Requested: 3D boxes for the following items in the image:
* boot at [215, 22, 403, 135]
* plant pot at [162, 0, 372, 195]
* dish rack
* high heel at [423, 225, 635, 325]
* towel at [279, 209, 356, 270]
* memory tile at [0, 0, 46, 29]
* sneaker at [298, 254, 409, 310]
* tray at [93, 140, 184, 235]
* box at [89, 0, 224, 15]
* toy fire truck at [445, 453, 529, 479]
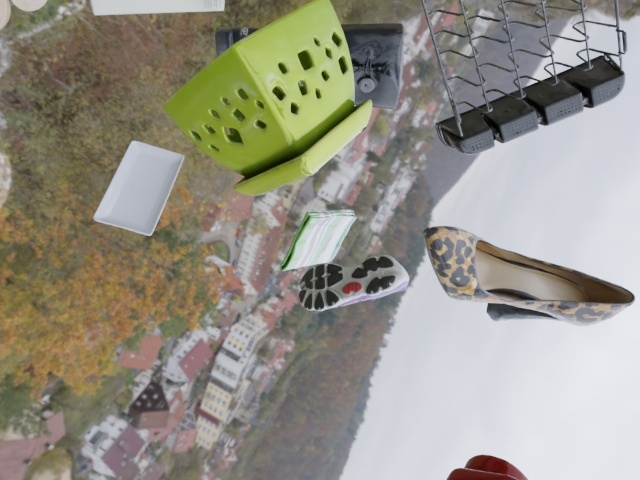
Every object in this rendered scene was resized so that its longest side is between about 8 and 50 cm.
[{"bbox_3d":[-0.019,-0.380,1.276,0.367,0.445,0.146,89,-2,-55],"label":"boot"},{"bbox_3d":[-0.067,-0.210,0.782,0.228,0.207,0.227,-14,-154,49],"label":"plant pot"},{"bbox_3d":[0.201,-0.234,0.512,0.208,0.271,0.074,-22,-149,9],"label":"dish rack"},{"bbox_3d":[0.257,0.035,0.608,0.186,0.261,0.093,-12,-125,41],"label":"high heel"},{"bbox_3d":[0.000,0.000,0.841,0.152,0.023,0.113,-9,129,-59],"label":"towel"},{"bbox_3d":[-0.257,-0.182,0.329,0.148,0.012,0.113,-52,166,-31],"label":"memory tile"},{"bbox_3d":[0.046,0.070,0.705,0.071,0.170,0.068,36,50,-53],"label":"sneaker"},{"bbox_3d":[-0.463,-0.136,1.276,0.030,0.145,0.270,120,-16,-55],"label":"tray"},{"bbox_3d":[-0.351,-0.552,1.052,0.094,0.275,0.113,99,-27,-46],"label":"box"},{"bbox_3d":[0.288,0.415,0.606,0.254,0.302,0.169,-15,-165,44],"label":"toy fire truck"}]
